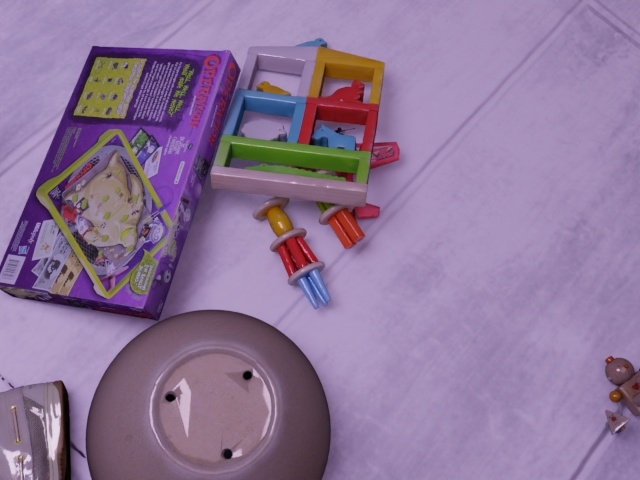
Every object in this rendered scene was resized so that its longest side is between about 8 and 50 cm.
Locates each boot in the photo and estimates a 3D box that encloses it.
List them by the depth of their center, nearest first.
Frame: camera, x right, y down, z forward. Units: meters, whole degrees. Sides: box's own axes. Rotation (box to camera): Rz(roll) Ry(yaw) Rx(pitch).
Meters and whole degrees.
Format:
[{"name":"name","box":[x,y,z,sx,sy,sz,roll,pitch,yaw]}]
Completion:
[{"name":"boot","box":[-0.356,0.260,0.871,0.165,0.077,0.213,-2,65,-11]}]

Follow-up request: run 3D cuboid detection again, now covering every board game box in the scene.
[{"name":"board game box","box":[-0.241,-0.083,0.993,0.208,0.056,0.347,5,66,23]}]

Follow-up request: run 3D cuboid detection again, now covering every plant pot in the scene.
[{"name":"plant pot","box":[-0.116,0.195,0.872,0.284,0.191,0.284,3,70,-8]}]

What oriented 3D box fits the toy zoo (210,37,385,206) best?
[{"name":"toy zoo","box":[-0.019,-0.171,1.066,0.192,0.030,0.293,8,51,4]}]

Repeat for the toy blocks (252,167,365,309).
[{"name":"toy blocks","box":[0.000,0.000,1.025,0.123,0.054,0.148,-29,76,1]}]

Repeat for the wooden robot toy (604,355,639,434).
[{"name":"wooden robot toy","box":[0.402,0.171,1.033,0.173,0.076,0.079,-33,67,-19]}]

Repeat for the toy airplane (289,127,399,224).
[{"name":"toy airplane","box":[0.039,-0.084,1.087,0.151,0.028,0.151,-1,70,2]}]
